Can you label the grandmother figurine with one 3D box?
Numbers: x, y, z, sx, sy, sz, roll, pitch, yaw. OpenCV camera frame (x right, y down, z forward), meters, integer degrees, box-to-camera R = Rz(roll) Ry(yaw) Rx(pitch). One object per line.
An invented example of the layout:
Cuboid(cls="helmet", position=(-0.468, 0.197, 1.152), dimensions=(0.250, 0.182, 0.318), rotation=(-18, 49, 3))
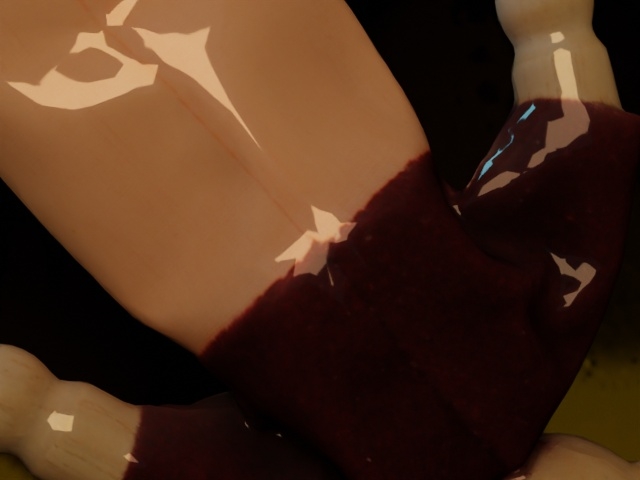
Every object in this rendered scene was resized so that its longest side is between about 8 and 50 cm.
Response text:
Cuboid(cls="grandmother figurine", position=(0.000, 0.000, 0.475), dimensions=(0.208, 0.104, 0.342), rotation=(-37, 95, -1))
